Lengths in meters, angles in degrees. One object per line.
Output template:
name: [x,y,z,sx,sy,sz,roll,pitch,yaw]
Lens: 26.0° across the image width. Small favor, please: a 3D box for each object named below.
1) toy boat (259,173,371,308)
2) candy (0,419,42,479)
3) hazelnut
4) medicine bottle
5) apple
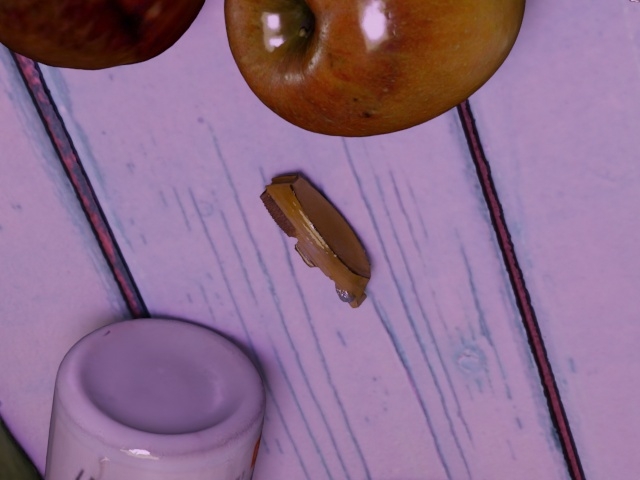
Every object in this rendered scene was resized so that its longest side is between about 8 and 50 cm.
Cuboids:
toy boat: [0.000,0.000,1.310,0.049,0.047,0.149,-25,109,42]
candy: [-0.408,0.250,1.526,0.132,0.142,0.343,-11,117,36]
hazelnut: [-0.195,-0.249,1.133,0.229,0.229,0.229,7,122,12]
medicine bottle: [-0.183,0.281,1.435,0.211,0.211,0.371,16,124,6]
apple: [0.047,-0.189,1.098,0.237,0.207,0.237,21,122,38]
